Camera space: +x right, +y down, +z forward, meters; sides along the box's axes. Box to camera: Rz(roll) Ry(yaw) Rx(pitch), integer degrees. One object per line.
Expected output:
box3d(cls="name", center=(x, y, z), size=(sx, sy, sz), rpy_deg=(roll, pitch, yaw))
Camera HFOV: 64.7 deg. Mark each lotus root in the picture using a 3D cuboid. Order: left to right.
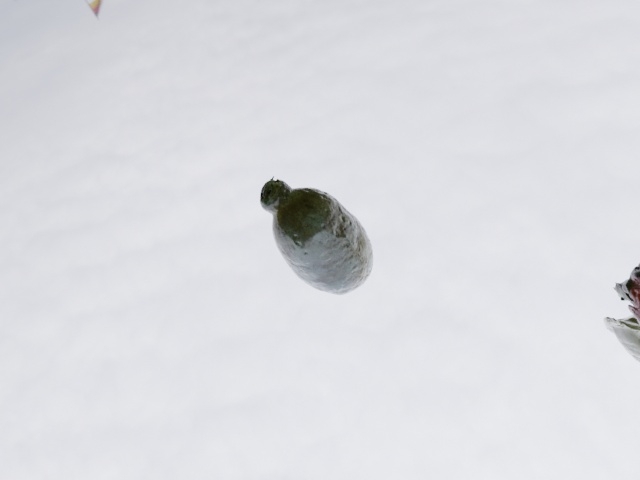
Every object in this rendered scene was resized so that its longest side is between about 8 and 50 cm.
box3d(cls="lotus root", center=(0.001, 0.002, 1.043), size=(0.175, 0.349, 0.175), rpy_deg=(-18, -129, 23))

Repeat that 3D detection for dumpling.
box3d(cls="dumpling", center=(0.703, 0.201, 1.079), size=(0.126, 0.166, 0.216), rpy_deg=(-56, -153, 13))

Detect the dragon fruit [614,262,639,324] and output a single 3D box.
box3d(cls="dragon fruit", center=(0.623, 0.083, 0.847), size=(0.189, 0.182, 0.182), rpy_deg=(-32, -132, -4))
